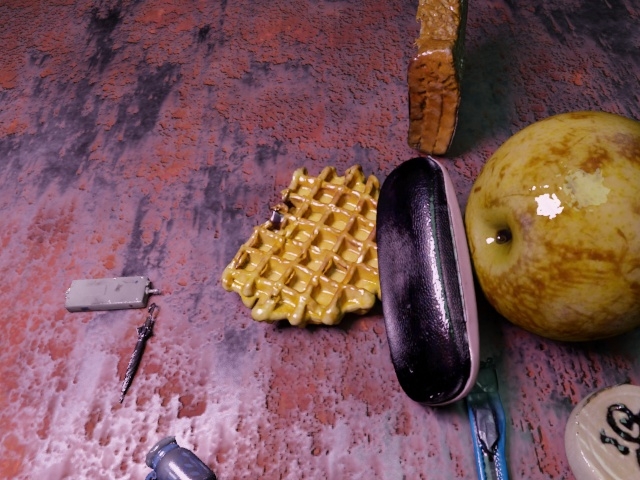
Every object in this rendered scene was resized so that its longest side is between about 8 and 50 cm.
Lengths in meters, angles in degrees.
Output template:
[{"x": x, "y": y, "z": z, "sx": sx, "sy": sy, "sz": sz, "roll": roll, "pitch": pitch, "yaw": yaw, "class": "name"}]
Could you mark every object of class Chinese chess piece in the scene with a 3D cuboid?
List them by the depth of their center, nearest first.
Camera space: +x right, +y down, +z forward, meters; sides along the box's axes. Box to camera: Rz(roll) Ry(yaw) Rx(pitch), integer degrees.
[{"x": 0.342, "y": 0.228, "z": 0.633, "sx": 0.144, "sy": 0.058, "sz": 0.144, "roll": -3, "pitch": 50, "yaw": 4, "class": "Chinese chess piece"}]

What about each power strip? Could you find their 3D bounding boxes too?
[{"x": -0.302, "y": 0.077, "z": 0.844, "sx": 0.136, "sy": 0.019, "sz": 0.051, "roll": -4, "pitch": 49, "yaw": 2, "class": "power strip"}]

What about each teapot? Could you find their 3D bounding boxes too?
[{"x": -0.159, "y": 0.271, "z": 0.663, "sx": 0.083, "sy": 0.064, "sz": 0.049, "roll": 32, "pitch": 29, "yaw": 30, "class": "teapot"}]

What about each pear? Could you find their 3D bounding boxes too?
[{"x": 0.316, "y": -0.017, "z": 0.708, "sx": 0.283, "sy": 0.284, "sz": 0.284, "roll": -3, "pitch": 51, "yaw": 3, "class": "pear"}]

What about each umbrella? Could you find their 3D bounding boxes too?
[{"x": -0.245, "y": 0.146, "z": 0.784, "sx": 0.022, "sy": 0.022, "sz": 0.149, "roll": -31, "pitch": 39, "yaw": 37, "class": "umbrella"}]

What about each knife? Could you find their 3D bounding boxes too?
[{"x": 0.195, "y": 0.261, "z": 0.643, "sx": 0.044, "sy": 0.026, "sz": 0.297, "roll": 6, "pitch": 50, "yaw": -5, "class": "knife"}]

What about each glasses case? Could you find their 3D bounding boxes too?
[{"x": 0.129, "y": 0.043, "z": 0.729, "sx": 0.075, "sy": 0.122, "sz": 0.314, "roll": 9, "pitch": 65, "yaw": -30, "class": "glasses case"}]

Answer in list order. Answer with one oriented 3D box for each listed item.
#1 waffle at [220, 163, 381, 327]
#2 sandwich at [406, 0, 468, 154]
[{"x": 0.000, "y": 0.001, "z": 0.850, "sx": 0.309, "sy": 0.065, "sz": 0.283, "roll": -15, "pitch": 53, "yaw": -12, "class": "waffle"}, {"x": 0.194, "y": -0.287, "z": 0.957, "sx": 0.087, "sy": 0.226, "sz": 0.251, "roll": 8, "pitch": 53, "yaw": 9, "class": "sandwich"}]
